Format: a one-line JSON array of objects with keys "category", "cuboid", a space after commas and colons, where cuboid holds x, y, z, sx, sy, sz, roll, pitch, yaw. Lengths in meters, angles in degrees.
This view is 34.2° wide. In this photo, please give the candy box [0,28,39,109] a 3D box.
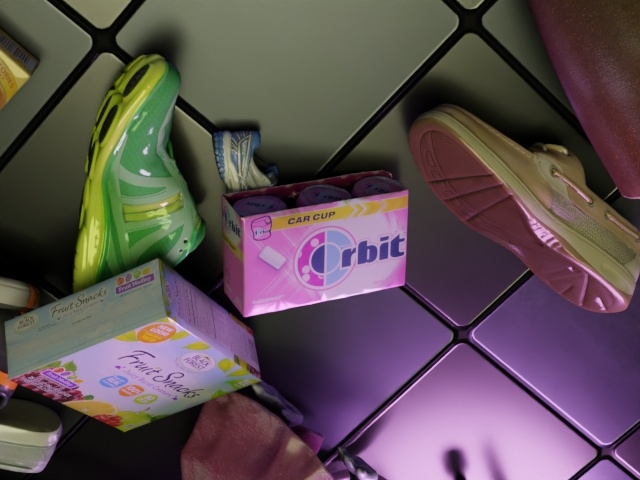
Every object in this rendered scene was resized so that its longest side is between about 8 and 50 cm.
[{"category": "candy box", "cuboid": [-0.369, -0.185, 0.956, 0.109, 0.053, 0.186, -42, 113, 14]}]

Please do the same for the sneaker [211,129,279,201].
[{"category": "sneaker", "cuboid": [-0.067, -0.049, 1.044, 0.058, 0.052, 0.135, -14, 116, -2]}]

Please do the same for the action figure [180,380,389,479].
[{"category": "action figure", "cuboid": [-0.124, 0.337, 1.126, 0.370, 0.248, 0.275, -52, 132, -3]}]

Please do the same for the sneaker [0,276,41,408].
[{"category": "sneaker", "cuboid": [-0.448, 0.098, 1.011, 0.321, 0.124, 0.180, 13, 82, -9]}]

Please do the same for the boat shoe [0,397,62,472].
[{"category": "boat shoe", "cuboid": [-0.401, 0.208, 1.127, 0.227, 0.079, 0.081, 14, 109, -14]}]

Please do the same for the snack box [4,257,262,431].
[{"category": "snack box", "cuboid": [-0.181, 0.112, 1.039, 0.174, 0.070, 0.207, -21, 151, 12]}]

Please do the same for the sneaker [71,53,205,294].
[{"category": "sneaker", "cuboid": [-0.169, -0.047, 1.016, 0.123, 0.109, 0.296, 7, 123, -15]}]

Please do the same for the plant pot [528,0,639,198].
[{"category": "plant pot", "cuboid": [0.290, -0.194, 0.932, 0.215, 0.215, 0.230, -39, 97, 14]}]

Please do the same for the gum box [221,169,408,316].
[{"category": "gum box", "cuboid": [0.000, 0.000, 1.037, 0.188, 0.062, 0.107, -10, 118, -22]}]

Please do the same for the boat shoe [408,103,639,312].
[{"category": "boat shoe", "cuboid": [0.215, -0.047, 1.046, 0.302, 0.109, 0.098, 38, 68, -19]}]
